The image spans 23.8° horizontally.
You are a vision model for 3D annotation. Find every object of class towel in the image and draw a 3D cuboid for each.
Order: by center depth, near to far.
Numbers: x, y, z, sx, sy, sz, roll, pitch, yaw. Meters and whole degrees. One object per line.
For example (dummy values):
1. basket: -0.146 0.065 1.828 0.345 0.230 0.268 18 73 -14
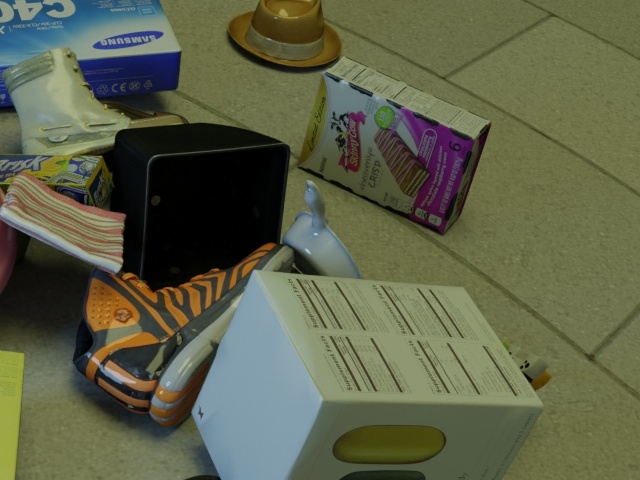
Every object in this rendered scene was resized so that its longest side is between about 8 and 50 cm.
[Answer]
1. towel: -0.286 -0.024 1.703 0.144 0.029 0.197 25 10 -12

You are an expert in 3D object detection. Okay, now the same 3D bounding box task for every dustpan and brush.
1. dustpan and brush: 0.000 0.000 1.815 0.060 0.211 0.147 -43 57 -8

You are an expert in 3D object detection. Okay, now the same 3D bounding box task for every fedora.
1. fedora: -0.049 -0.345 2.395 0.194 0.079 0.194 11 34 -8

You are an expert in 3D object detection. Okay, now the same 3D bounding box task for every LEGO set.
1. LEGO set: 0.187 0.163 1.763 0.087 0.093 0.227 38 -7 -29

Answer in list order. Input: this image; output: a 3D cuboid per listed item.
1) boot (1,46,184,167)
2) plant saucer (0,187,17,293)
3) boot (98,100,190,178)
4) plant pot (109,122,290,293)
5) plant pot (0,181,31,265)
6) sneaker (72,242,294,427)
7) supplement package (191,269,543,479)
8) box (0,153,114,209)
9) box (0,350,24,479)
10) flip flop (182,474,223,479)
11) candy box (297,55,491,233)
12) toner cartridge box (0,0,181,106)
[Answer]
1. boot: -0.290 -0.173 1.947 0.213 0.077 0.165 -14 68 -15
2. plant saucer: -0.503 -0.008 1.660 0.332 0.084 0.332 0 46 0
3. boot: -0.257 -0.124 1.998 0.219 0.082 0.106 -1 35 -26
4. plant pot: -0.165 -0.053 1.862 0.187 0.188 0.167 -8 27 -30
5. plant pot: -0.372 -0.014 1.796 0.083 0.079 0.083 10 35 -7
6. sneaker: -0.163 0.066 1.727 0.180 0.125 0.321 27 36 14
7. supplement package: 0.043 0.174 1.558 0.262 0.199 0.198 6 34 -31
8. box: -0.343 -0.068 1.848 0.169 0.054 0.059 2 42 20
9. box: -0.328 0.212 1.489 0.058 0.087 0.232 7 36 -12
10. flip flop: -0.170 0.290 1.457 0.277 0.080 0.112 -4 47 -52
11. candy box: 0.098 -0.132 2.081 0.233 0.159 0.071 25 34 15
12. toner cartridge box: -0.384 -0.271 2.116 0.347 0.075 0.165 -8 47 -20
